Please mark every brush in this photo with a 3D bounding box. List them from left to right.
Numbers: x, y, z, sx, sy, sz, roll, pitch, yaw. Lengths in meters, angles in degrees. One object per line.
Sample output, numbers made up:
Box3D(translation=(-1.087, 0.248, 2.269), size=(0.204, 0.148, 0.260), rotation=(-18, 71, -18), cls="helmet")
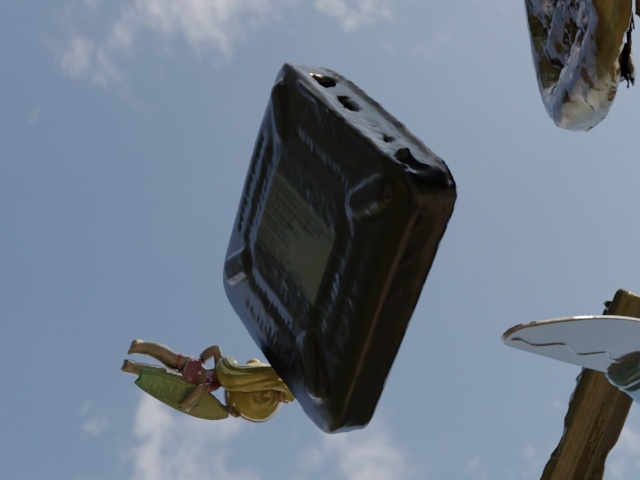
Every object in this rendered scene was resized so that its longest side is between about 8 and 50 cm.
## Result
Box3D(translation=(0.242, 0.181, 1.038), size=(0.054, 0.048, 0.282), rotation=(22, -93, -4), cls="brush")

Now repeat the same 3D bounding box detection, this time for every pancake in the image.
Box3D(translation=(0.224, -0.293, 1.025), size=(0.071, 0.382, 0.382), rotation=(-8, -69, 1), cls="pancake")

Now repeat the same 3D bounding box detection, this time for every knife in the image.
Box3D(translation=(0.180, 0.066, 0.670), size=(0.058, 0.032, 0.244), rotation=(-31, -30, 24), cls="knife")

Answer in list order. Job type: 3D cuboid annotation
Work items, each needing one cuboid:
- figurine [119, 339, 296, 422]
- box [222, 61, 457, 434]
Box3D(translation=(-0.115, 0.143, 1.177), size=(0.187, 0.083, 0.083), rotation=(18, -75, 3), cls="figurine")
Box3D(translation=(0.000, 0.000, 1.089), size=(0.073, 0.290, 0.289), rotation=(2, -61, -32), cls="box")
